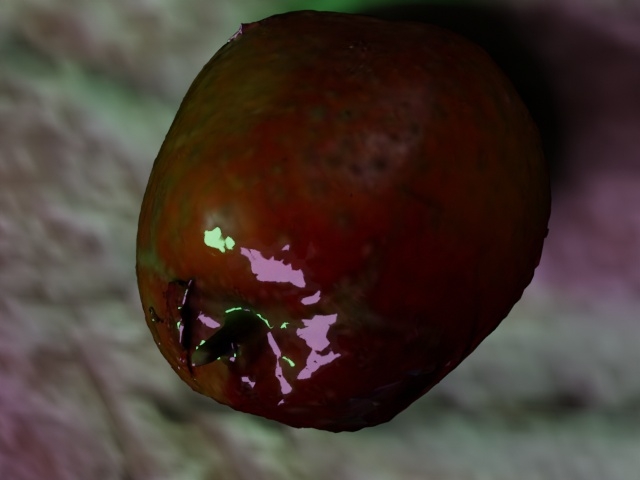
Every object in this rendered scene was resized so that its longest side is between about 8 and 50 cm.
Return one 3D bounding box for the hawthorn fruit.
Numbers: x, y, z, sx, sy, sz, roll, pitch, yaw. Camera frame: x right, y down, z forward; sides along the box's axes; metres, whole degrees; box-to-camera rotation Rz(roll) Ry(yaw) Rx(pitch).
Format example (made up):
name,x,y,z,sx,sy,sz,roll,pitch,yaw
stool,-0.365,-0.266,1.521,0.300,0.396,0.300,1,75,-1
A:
name,x,y,z,sx,sy,sz,roll,pitch,yaw
hawthorn fruit,0.003,-0.002,0.338,0.077,0.077,0.077,16,135,17
